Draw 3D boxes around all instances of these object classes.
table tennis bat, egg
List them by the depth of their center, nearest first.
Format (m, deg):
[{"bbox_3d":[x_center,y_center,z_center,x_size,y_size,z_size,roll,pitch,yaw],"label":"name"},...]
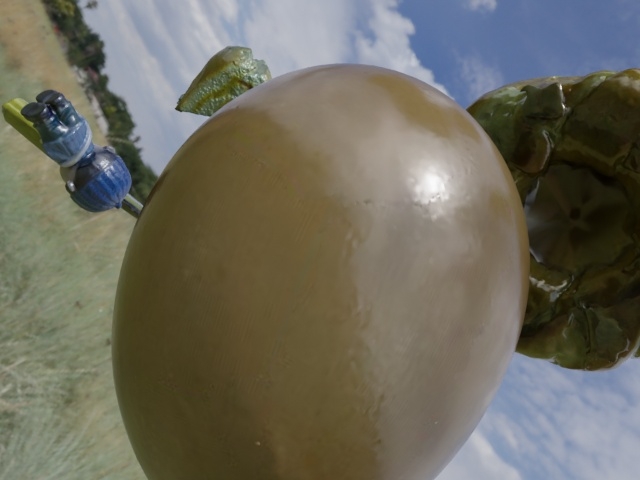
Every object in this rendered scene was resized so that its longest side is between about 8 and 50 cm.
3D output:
[{"bbox_3d":[-0.004,0.048,0.542,0.301,0.374,0.301,30,-3,2],"label":"egg"},{"bbox_3d":[-0.421,-0.140,1.201,0.368,0.054,0.224,36,-6,21],"label":"table tennis bat"}]

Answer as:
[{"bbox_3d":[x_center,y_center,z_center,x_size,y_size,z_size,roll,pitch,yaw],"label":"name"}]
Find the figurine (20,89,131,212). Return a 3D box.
[{"bbox_3d":[-0.249,-0.092,0.735,0.079,0.077,0.136,20,-33,26],"label":"figurine"}]

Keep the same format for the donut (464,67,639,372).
[{"bbox_3d":[0.286,-0.031,0.803,0.360,0.360,0.170,60,26,13],"label":"donut"}]

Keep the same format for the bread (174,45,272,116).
[{"bbox_3d":[-0.143,-0.245,1.078,0.103,0.156,0.110,-103,-159,-58],"label":"bread"}]
